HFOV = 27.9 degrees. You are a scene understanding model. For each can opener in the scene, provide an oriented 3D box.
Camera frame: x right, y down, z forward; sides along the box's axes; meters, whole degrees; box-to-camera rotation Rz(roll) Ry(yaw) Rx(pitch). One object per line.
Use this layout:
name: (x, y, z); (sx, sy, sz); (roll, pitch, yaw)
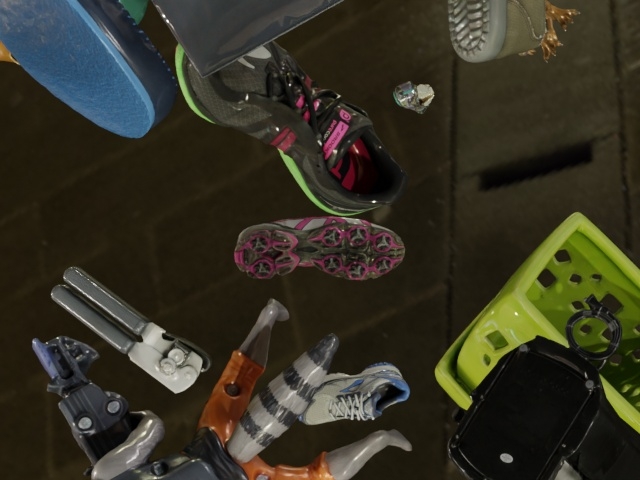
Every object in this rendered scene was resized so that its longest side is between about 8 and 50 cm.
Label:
can opener: (-0.309, 0.146, 2.095); (0.074, 0.280, 0.093); (-55, 0, 7)

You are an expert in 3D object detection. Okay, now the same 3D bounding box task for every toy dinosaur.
toy dinosaur: (0.225, -0.264, 1.440); (0.064, 0.112, 0.211); (-51, 24, 20)

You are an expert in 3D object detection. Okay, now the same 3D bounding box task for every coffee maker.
coffee maker: (0.213, 0.161, 1.067); (0.171, 0.178, 0.120); (-38, 53, 9)

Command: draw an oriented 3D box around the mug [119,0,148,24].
mug: (-0.295, -0.318, 1.721); (0.130, 0.157, 0.097); (13, 25, 21)

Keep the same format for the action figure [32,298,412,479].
action figure: (-0.136, 0.184, 1.192); (0.330, 0.178, 0.341); (-39, 80, -14)

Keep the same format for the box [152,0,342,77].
box: (-0.050, -0.388, 1.650); (0.296, 0.182, 0.294); (-27, 20, 17)

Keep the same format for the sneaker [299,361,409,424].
sneaker: (0.040, 0.176, 1.440); (0.135, 0.052, 0.058); (-19, 29, -22)

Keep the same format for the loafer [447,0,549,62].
loafer: (0.169, -0.286, 1.203); (0.094, 0.087, 0.251); (-3, 84, 60)

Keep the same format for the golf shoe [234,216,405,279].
golf shoe: (0.000, 0.000, 1.425); (0.186, 0.067, 0.086); (2, 20, 2)

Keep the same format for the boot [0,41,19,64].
boot: (-0.453, -0.306, 1.942); (0.295, 0.104, 0.211); (-3, 22, 1)

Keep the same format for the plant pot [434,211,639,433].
plant pot: (0.284, 0.140, 1.547); (0.207, 0.227, 0.228); (-47, -4, 42)

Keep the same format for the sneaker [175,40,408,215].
sneaker: (-0.029, -0.206, 2.057); (0.202, 0.483, 0.185); (7, 68, 51)

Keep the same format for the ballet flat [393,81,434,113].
ballet flat: (0.131, -0.191, 1.713); (0.041, 0.114, 0.041); (1, 92, 18)

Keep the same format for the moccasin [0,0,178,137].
moccasin: (-0.231, -0.241, 1.070); (0.117, 0.342, 0.138); (-46, 7, -37)
